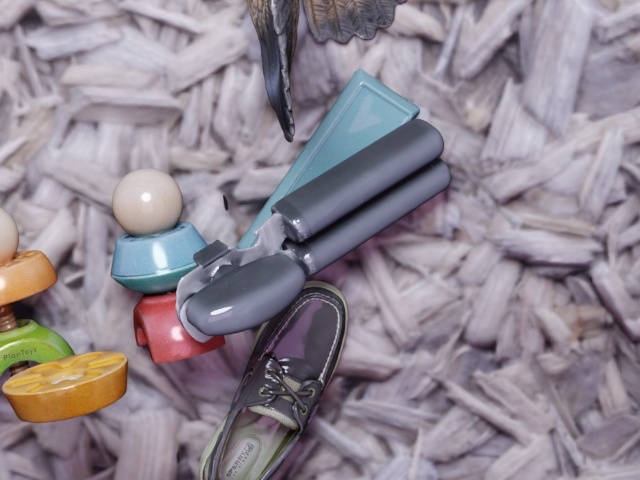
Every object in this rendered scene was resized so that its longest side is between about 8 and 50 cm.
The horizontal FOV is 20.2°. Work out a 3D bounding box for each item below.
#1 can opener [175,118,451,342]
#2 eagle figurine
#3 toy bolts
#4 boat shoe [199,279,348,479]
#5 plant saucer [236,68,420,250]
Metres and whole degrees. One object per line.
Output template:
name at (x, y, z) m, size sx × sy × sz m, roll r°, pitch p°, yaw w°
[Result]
can opener at (0.000, 0.000, 1.480) m, size 0.280 × 0.093 × 0.074 m, roll -35°, pitch 135°, yaw -23°
eagle figurine at (-0.048, -0.260, 1.400) m, size 0.226 × 0.225 × 0.298 m, roll -45°, pitch 95°, yaw -3°
toy bolts at (-0.191, 0.035, 1.473) m, size 0.228 × 0.218 × 0.158 m, roll -16°, pitch 102°, yaw -20°
boat shoe at (-0.037, 0.143, 1.572) m, size 0.080 × 0.073 × 0.223 m, roll 26°, pitch 103°, yaw -13°
plant saucer at (0.007, -0.051, 1.549) m, size 0.067 × 0.018 × 0.192 m, roll 32°, pitch 102°, yaw -13°
